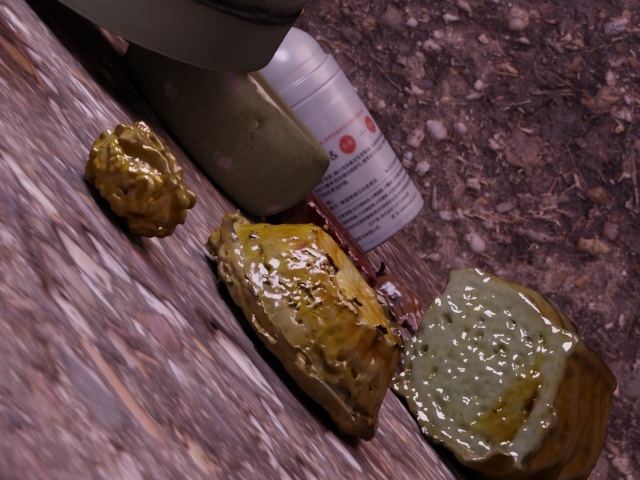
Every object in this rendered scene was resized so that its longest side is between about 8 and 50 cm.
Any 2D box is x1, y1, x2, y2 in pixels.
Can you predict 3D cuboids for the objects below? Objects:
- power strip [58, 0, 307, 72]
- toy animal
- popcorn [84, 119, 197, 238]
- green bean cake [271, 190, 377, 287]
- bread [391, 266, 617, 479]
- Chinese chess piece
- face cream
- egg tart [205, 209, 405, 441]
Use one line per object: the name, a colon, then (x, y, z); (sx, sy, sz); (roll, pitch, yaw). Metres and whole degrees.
power strip: (-0.161, -0.317, 1.520); (0.357, 0.161, 0.357); (27, 21, -12)
toy animal: (0.090, 0.087, 1.895); (0.230, 0.066, 0.224); (59, 5, 32)
popcorn: (-0.121, -0.040, 1.082); (0.082, 0.057, 0.083); (54, 4, 21)
green bean cake: (0.000, 0.000, 1.783); (0.135, 0.056, 0.136); (48, 6, -17)
bread: (0.203, 0.159, 1.720); (0.196, 0.238, 0.252); (10, -20, 27)
Chinese chess piece: (-0.098, -0.140, 1.681); (0.250, 0.101, 0.250); (50, 6, -7)
face cream: (-0.031, -0.160, 1.886); (0.370, 0.145, 0.145); (57, 4, -12)
egg tart: (-0.003, 0.056, 1.259); (0.212, 0.090, 0.212); (49, 10, -11)
